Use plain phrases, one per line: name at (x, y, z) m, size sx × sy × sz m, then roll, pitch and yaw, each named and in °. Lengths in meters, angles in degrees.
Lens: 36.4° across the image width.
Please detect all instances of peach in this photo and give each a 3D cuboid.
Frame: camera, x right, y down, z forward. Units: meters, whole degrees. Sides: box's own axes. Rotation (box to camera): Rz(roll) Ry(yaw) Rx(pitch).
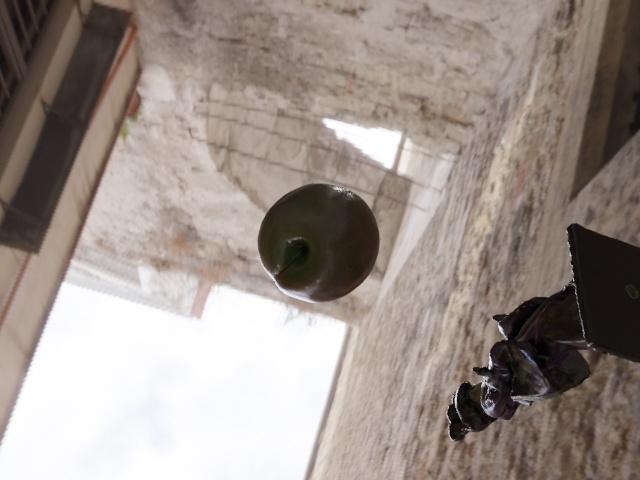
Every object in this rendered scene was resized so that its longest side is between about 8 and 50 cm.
peach at (0.001, 0.001, 0.649) m, size 0.083 × 0.083 × 0.083 m, roll 2°, pitch -112°, yaw -6°

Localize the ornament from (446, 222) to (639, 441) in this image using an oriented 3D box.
ornament at (0.136, 0.070, 0.626) m, size 0.088 × 0.203 × 0.081 m, roll 18°, pitch -121°, yaw -18°
